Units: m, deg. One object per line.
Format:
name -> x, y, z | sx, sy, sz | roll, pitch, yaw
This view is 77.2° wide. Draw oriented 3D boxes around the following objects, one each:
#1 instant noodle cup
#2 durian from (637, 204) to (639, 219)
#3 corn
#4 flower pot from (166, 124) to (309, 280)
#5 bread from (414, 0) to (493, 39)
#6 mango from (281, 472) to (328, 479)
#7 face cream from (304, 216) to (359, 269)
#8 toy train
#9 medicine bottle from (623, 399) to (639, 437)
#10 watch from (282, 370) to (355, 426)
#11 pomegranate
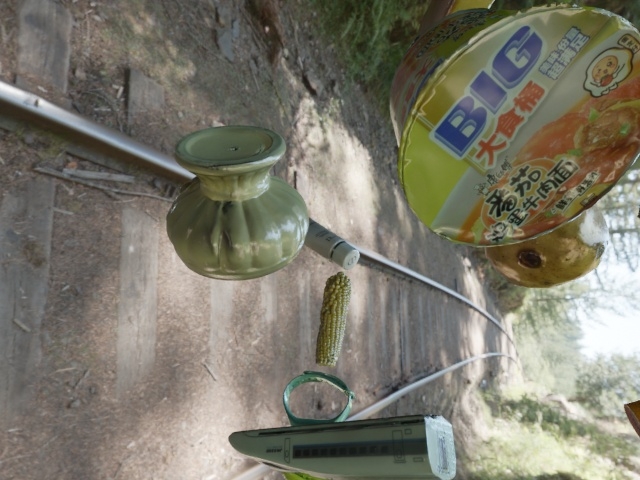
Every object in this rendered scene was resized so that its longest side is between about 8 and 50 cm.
instant noodle cup -> 0.155, -0.113, 0.374 | 0.153, 0.204, 0.205 | -98, 166, -54
durian -> 0.453, -0.033, 0.503 | 0.091, 0.080, 0.080 | 154, -66, -76
corn -> 0.036, 0.228, 1.187 | 0.086, 0.086, 0.289 | 49, 46, -50
flower pot -> -0.175, -0.094, 0.840 | 0.307, 0.307, 0.244 | -59, 157, -51
bread -> 0.237, -0.407, 0.724 | 0.361, 0.077, 0.139 | 105, -5, -82
mango -> -0.021, 0.531, 0.924 | 0.091, 0.165, 0.074 | -58, 162, -28
face cream -> 0.000, 0.000, 1.420 | 0.143, 0.314, 0.089 | -26, 132, -35
toy train -> -0.003, 0.198, 0.375 | 0.055, 0.251, 0.048 | 29, 50, -43
medicine bottle -> 0.911, 0.433, 1.008 | 0.112, 0.222, 0.150 | 49, 23, -51
watch -> -0.006, 0.529, 1.312 | 0.068, 0.236, 0.195 | 71, 22, -46
pomegranate -> 0.551, -0.014, 1.007 | 0.281, 0.281, 0.282 | 24, 64, -61
